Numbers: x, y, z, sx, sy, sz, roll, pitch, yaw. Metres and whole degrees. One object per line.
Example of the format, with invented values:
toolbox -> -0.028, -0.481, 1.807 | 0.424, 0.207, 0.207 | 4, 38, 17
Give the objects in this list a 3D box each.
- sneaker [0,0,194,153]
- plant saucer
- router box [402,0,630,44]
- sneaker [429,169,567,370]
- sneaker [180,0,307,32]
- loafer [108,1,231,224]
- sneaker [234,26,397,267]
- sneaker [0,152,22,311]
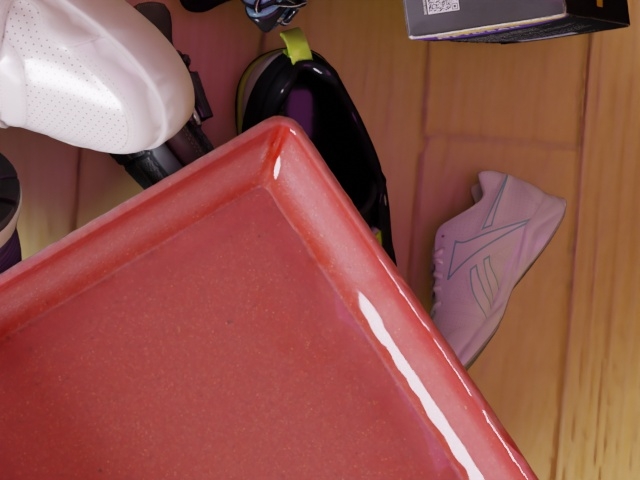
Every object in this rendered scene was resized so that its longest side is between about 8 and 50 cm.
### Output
sneaker -> -0.221, -0.083, 0.841 | 0.293, 0.108, 0.169 | 25, 51, 16
plant saucer -> -0.054, 0.105, 0.876 | 0.259, 0.048, 0.258 | -32, 83, -20
router box -> 0.092, -0.259, 0.903 | 0.081, 0.243, 0.308 | -6, 93, 18
sneaker -> 0.085, 0.026, 1.010 | 0.061, 0.053, 0.152 | 31, 69, 2
sneaker -> -0.009, -0.145, 0.943 | 0.063, 0.162, 0.073 | 27, 72, -56
loafer -> -0.121, -0.125, 0.940 | 0.084, 0.096, 0.267 | -42, 98, -14
sneaker -> 0.000, 0.000, 0.966 | 0.084, 0.097, 0.234 | -17, 96, -11
sneaker -> -0.295, 0.000, 0.896 | 0.283, 0.107, 0.124 | 15, 133, 7
